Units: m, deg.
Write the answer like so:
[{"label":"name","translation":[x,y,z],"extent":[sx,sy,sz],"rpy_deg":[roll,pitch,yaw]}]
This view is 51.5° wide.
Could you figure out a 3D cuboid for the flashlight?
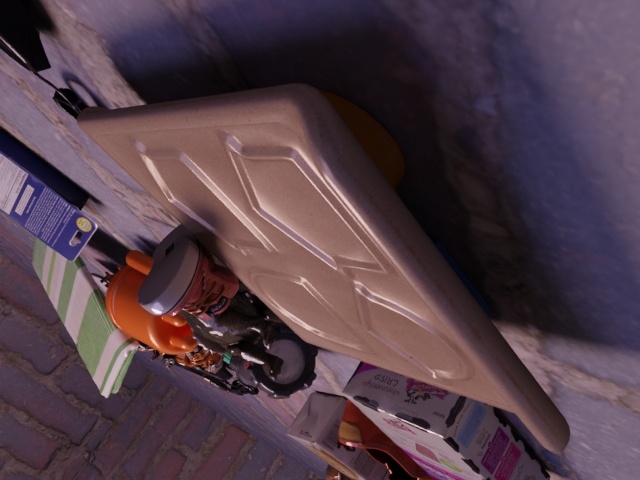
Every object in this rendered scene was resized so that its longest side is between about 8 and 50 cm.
[{"label":"flashlight","translation":[-0.076,0.198,1.048],"extent":[0.103,0.103,0.304],"rpy_deg":[60,165,7]}]

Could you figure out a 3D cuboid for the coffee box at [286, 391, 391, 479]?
[{"label":"coffee box","translation":[0.077,0.395,1.233],"extent":[0.246,0.098,0.141],"rpy_deg":[40,159,-15]}]

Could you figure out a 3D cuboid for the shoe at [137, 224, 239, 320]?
[{"label":"shoe","translation":[-0.115,0.042,0.619],"extent":[0.081,0.063,0.178],"rpy_deg":[46,-176,-18]}]

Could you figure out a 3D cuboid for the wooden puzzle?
[{"label":"wooden puzzle","translation":[0.000,0.000,0.512],"extent":[0.347,0.080,0.322],"rpy_deg":[15,152,52]}]

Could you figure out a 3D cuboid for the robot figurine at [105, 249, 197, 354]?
[{"label":"robot figurine","translation":[-0.255,0.105,1.052],"extent":[0.219,0.128,0.158],"rpy_deg":[15,165,42]}]

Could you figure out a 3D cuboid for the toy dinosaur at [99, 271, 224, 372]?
[{"label":"toy dinosaur","translation":[-0.310,0.154,1.293],"extent":[0.218,0.164,0.322],"rpy_deg":[3,125,32]}]

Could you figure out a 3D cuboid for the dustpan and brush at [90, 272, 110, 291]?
[{"label":"dustpan and brush","translation":[-0.404,0.131,1.467],"extent":[0.147,0.060,0.211],"rpy_deg":[8,140,53]}]

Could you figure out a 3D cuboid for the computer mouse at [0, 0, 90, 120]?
[{"label":"computer mouse","translation":[-0.239,-0.156,0.587],"extent":[0.071,0.041,0.242],"rpy_deg":[35,168,24]}]

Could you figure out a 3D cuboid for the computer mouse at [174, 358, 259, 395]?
[{"label":"computer mouse","translation":[-0.287,0.329,1.713],"extent":[0.262,0.060,0.184],"rpy_deg":[27,157,-13]}]

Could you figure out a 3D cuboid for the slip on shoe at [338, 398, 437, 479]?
[{"label":"slip on shoe","translation":[0.148,0.334,0.988],"extent":[0.331,0.101,0.123],"rpy_deg":[42,157,-23]}]

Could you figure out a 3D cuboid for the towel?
[{"label":"towel","translation":[-0.445,0.112,1.231],"extent":[0.325,0.038,0.248],"rpy_deg":[55,142,15]}]

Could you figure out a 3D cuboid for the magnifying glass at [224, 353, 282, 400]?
[{"label":"magnifying glass","translation":[-0.171,0.282,1.472],"extent":[0.231,0.026,0.092],"rpy_deg":[39,159,-13]}]

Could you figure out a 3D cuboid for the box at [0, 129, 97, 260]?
[{"label":"box","translation":[-0.444,-0.071,1.012],"extent":[0.225,0.036,0.136],"rpy_deg":[40,135,-11]}]

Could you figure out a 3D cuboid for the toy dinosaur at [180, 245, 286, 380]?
[{"label":"toy dinosaur","translation":[-0.118,0.080,0.804],"extent":[0.160,0.121,0.313],"rpy_deg":[12,157,19]}]

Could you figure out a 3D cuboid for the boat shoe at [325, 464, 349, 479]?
[{"label":"boat shoe","translation":[0.131,0.551,1.500],"extent":[0.119,0.123,0.324],"rpy_deg":[9,157,39]}]

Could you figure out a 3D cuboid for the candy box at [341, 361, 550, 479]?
[{"label":"candy box","translation":[0.153,0.233,0.793],"extent":[0.159,0.071,0.233],"rpy_deg":[11,150,48]}]
